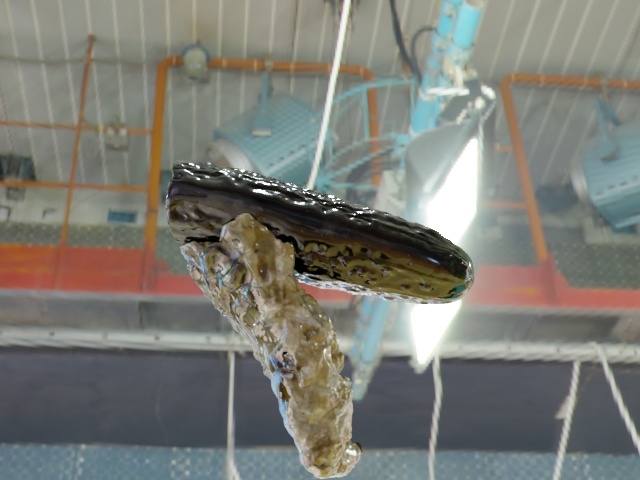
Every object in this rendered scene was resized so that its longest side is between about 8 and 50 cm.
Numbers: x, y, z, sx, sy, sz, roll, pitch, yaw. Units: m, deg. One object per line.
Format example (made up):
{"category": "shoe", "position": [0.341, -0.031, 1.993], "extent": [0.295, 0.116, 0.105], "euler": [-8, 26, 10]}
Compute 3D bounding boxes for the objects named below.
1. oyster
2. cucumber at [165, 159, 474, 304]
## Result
{"category": "oyster", "position": [-0.029, 0.071, 0.726], "extent": [0.200, 0.061, 0.106], "euler": [43, -57, 10]}
{"category": "cucumber", "position": [0.000, 0.000, 0.764], "extent": [0.242, 0.074, 0.074], "euler": [15, -40, 0]}
